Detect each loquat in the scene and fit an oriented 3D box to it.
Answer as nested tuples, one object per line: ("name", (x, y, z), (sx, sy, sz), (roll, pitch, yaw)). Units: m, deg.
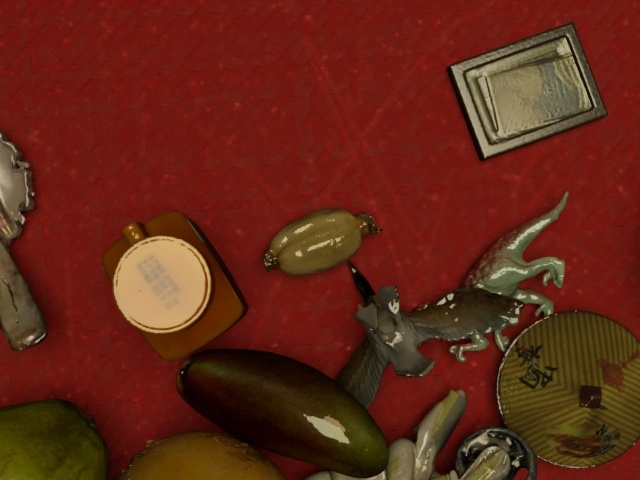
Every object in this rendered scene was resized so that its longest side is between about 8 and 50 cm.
("loquat", (-0.134, 0.327, 1.036), (0.235, 0.235, 0.234), (0, 87, -2))

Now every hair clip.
("hair clip", (-0.401, 0.000, 1.120), (0.173, 0.069, 0.300), (-28, 79, -5))

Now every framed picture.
("framed picture", (0.260, -0.187, 1.178), (0.169, 0.023, 0.127), (-20, 88, -3))

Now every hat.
("hat", (0.307, 0.180, 1.097), (0.193, 0.082, 0.192), (0, 90, 3))

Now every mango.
("mango", (-0.041, 0.193, 1.086), (0.268, 0.133, 0.111), (21, 69, 17))

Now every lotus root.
("lotus root", (0.000, 0.000, 1.141), (0.150, 0.062, 0.073), (-20, 66, -4))

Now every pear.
("pear", (-0.355, 0.294, 1.040), (0.269, 0.212, 0.212), (-40, 89, -19))

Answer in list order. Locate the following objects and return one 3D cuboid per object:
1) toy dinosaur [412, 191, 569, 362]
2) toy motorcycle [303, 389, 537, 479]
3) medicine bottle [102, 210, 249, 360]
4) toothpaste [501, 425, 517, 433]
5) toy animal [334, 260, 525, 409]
("toy dinosaur", (0.220, 0.039, 1.149), (0.167, 0.053, 0.242), (21, 95, 6))
("toy motorcycle", (0.086, 0.320, 1.085), (0.223, 0.107, 0.341), (35, 71, 30))
("medicine bottle", (-0.163, 0.050, 1.051), (0.112, 0.222, 0.149), (-33, 89, -3))
("toothpaste", (0.286, 0.217, 1.156), (0.216, 0.037, 0.062), (-36, 97, 0))
("toy animal", (0.087, 0.090, 1.093), (0.273, 0.160, 0.197), (-32, 74, 3))
